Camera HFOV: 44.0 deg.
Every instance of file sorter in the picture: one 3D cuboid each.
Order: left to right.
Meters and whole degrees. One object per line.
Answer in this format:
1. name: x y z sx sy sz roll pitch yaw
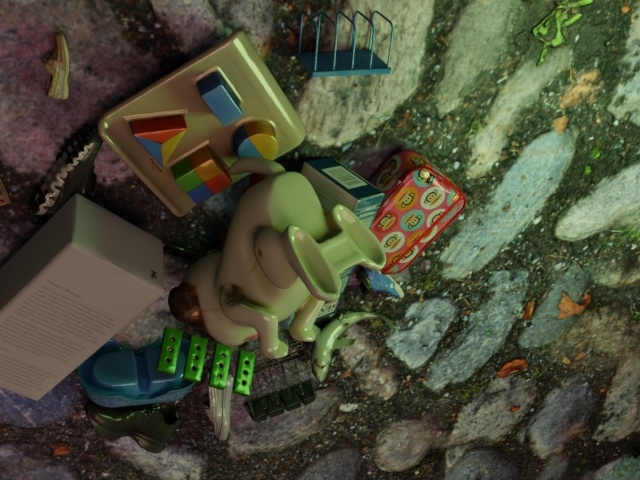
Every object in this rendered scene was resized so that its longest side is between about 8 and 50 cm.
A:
1. file sorter: 0.049 -0.403 1.607 0.170 0.118 0.104 -7 123 -17

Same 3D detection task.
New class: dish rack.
1. dish rack: -0.124 0.369 2.147 0.208 0.074 0.271 -19 128 -9

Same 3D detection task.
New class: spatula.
1. spatula: -0.256 0.056 1.882 0.296 0.030 0.084 23 111 -33

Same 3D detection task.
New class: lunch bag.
1. lunch bag: 0.202 -0.057 1.933 0.258 0.120 0.293 28 112 -40

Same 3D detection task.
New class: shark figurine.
1. shark figurine: 0.060 0.251 2.134 0.278 0.166 0.116 -31 159 -21

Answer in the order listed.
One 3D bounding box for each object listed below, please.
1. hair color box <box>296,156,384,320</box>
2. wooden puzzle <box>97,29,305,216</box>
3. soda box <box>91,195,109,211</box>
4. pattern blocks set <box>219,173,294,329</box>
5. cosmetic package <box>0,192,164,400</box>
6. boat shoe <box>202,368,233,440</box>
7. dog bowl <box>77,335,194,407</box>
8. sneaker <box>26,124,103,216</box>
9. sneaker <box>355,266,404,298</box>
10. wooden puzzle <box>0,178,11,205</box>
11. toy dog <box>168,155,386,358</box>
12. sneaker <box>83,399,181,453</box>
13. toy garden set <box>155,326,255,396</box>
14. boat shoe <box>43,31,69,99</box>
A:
1. hair color box: 0.000 0.000 1.839 0.105 0.174 0.347 -16 136 -48
2. wooden puzzle: -0.226 -0.217 1.633 0.348 0.080 0.322 -33 138 3
3. soda box: -0.465 -0.007 1.734 0.063 0.058 0.183 -27 131 0
4. pattern blocks set: -0.102 0.032 1.809 0.026 0.285 0.324 -33 152 -61
5. cosmetic package: -0.563 0.132 1.681 0.453 0.161 0.230 -38 130 23
6. boat shoe: -0.282 0.441 2.140 0.076 0.083 0.226 3 113 -10
7. dog bowl: -0.438 0.324 1.932 0.297 0.166 0.074 -3 137 -20
8. sneaker: -0.495 -0.134 1.620 0.106 0.078 0.234 25 112 -43
9. sneaker: 0.150 0.118 2.072 0.084 0.058 0.152 -40 125 3
10. wooden puzzle: -0.678 -0.093 1.613 0.079 0.014 0.116 -22 130 -5
11. toy dog: -0.143 0.068 1.665 0.395 0.284 0.408 48 123 -1
12. sneaker: -0.484 0.453 2.054 0.130 0.109 0.286 -48 137 8
13. toy garden set: -0.277 0.259 1.945 0.244 0.203 0.049 23 146 -26
14. boat shoe: -0.497 -0.326 1.488 0.045 0.050 0.135 -6 127 -24
